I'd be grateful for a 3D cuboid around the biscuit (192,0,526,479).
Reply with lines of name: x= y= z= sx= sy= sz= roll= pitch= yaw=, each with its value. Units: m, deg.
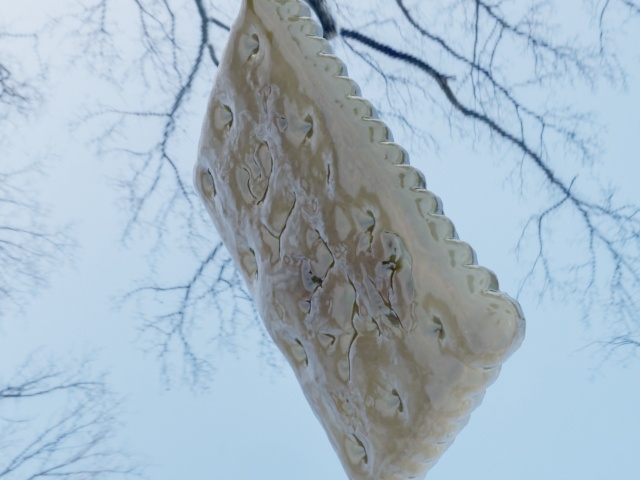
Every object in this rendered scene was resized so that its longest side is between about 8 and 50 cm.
biscuit: x=0.000 y=0.000 z=0.699 sx=0.044 sy=0.217 sz=0.325 roll=-9 pitch=-126 yaw=-31
